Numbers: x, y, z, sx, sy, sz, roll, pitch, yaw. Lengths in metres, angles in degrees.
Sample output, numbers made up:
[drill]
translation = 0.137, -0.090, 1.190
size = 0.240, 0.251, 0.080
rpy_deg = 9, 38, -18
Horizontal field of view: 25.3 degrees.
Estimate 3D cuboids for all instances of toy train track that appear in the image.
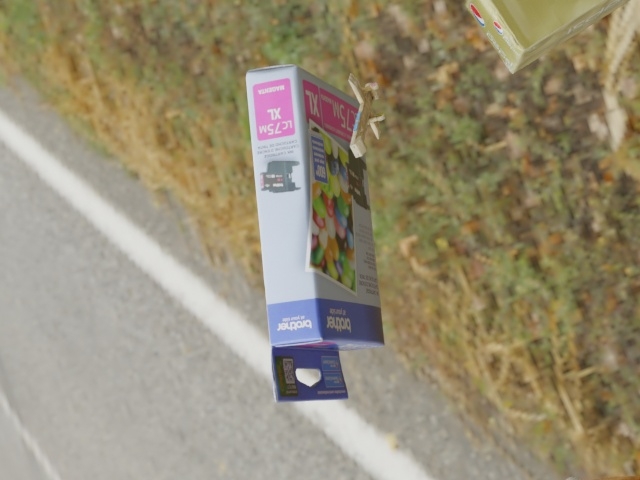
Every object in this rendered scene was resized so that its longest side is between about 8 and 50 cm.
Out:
[toy train track]
translation = 0.032, -0.081, 0.935
size = 0.048, 0.014, 0.083
rpy_deg = 61, -156, -27

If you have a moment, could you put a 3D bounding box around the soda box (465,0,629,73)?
[soda box]
translation = 0.183, -0.181, 0.903
size = 0.058, 0.181, 0.061
rpy_deg = 57, 177, 7

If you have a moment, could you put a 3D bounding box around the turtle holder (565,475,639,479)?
[turtle holder]
translation = 0.136, 0.264, 0.754
size = 0.243, 0.320, 0.227
rpy_deg = 52, 175, 45

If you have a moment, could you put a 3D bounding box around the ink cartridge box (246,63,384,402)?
[ink cartridge box]
translation = 0.000, 0.000, 1.388
size = 0.186, 0.065, 0.311
rpy_deg = 15, -110, -68
